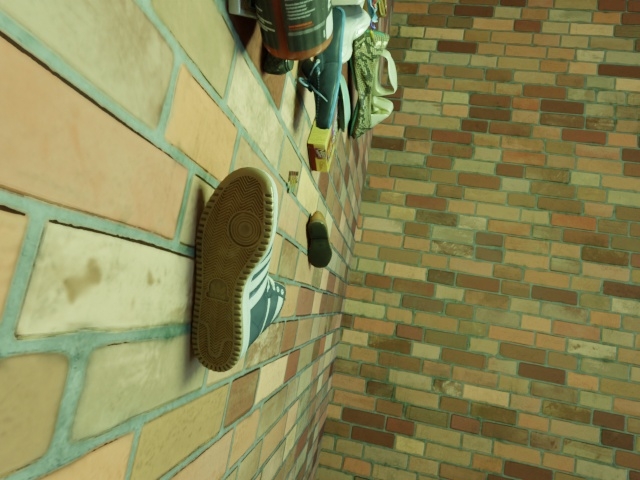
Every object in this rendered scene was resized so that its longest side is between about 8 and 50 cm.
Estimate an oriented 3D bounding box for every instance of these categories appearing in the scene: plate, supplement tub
[{"bbox_3d":[0.061,-0.407,1.165,0.188,0.024,0.188,169,-90,-87],"label":"plate"},{"bbox_3d":[-0.039,-0.340,0.510,0.198,0.106,0.106,82,20,-61],"label":"supplement tub"}]

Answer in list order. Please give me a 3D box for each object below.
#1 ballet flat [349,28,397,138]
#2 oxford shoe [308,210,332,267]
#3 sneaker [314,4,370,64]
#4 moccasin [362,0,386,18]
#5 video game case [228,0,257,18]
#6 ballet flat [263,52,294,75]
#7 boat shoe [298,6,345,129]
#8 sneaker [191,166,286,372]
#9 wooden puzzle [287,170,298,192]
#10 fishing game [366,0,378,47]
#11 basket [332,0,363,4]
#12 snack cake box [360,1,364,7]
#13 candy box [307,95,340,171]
[{"bbox_3d":[0.201,-0.572,1.568,0.483,0.182,0.164,84,17,-57],"label":"ballet flat"},{"bbox_3d":[0.000,0.000,1.251,0.076,0.076,0.212,-87,178,-47],"label":"oxford shoe"},{"bbox_3d":[0.031,-0.513,0.995,0.115,0.090,0.232,45,61,-39],"label":"sneaker"},{"bbox_3d":[0.172,-0.868,1.242,0.380,0.147,0.139,85,17,-55],"label":"moccasin"},{"bbox_3d":[-0.090,-0.388,0.546,0.143,0.019,0.157,-61,159,-62],"label":"video game case"},{"bbox_3d":[-0.067,-0.357,0.661,0.057,0.049,0.173,24,69,-76],"label":"ballet flat"},{"bbox_3d":[-0.001,-0.371,0.888,0.109,0.089,0.258,129,-34,-84],"label":"boat shoe"},{"bbox_3d":[-0.103,0.032,0.591,0.153,0.099,0.282,-31,136,-71],"label":"sneaker"},{"bbox_3d":[-0.065,-0.136,0.938,0.083,0.006,0.049,-39,137,-76],"label":"wooden puzzle"},{"bbox_3d":[0.130,-0.593,0.912,0.189,0.041,0.264,-44,136,-75],"label":"fishing game"},{"bbox_3d":[0.046,-0.587,0.883,0.167,0.113,0.103,-71,162,-48],"label":"basket"},{"bbox_3d":[0.089,-0.750,1.047,0.152,0.089,0.264,85,17,-61],"label":"snack cake box"},{"bbox_3d":[0.013,-0.294,1.114,0.109,0.053,0.187,82,21,-58],"label":"candy box"}]
